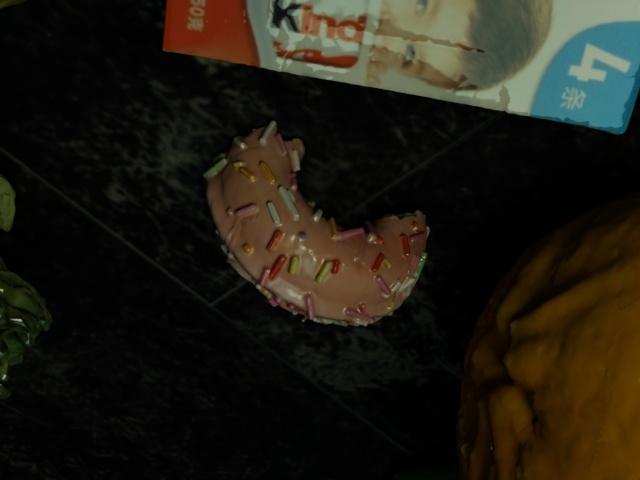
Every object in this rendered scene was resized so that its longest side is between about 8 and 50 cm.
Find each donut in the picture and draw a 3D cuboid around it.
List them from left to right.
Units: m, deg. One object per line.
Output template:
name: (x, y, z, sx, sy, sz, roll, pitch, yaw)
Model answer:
donut: (0.000, 0.000, 0.798, 0.166, 0.117, 0.065, 22, 134, -17)

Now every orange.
orange: (0.231, 0.126, 0.754, 0.293, 0.341, 0.341, 17, 131, -10)

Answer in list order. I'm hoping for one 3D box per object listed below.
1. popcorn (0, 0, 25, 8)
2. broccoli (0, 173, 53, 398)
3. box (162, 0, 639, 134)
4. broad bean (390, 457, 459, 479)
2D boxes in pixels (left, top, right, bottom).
popcorn: (-0.194, -0.213, 0.526, 0.237, 0.251, 0.206, 38, 129, -24)
broccoli: (-0.325, 0.010, 0.754, 0.288, 0.248, 0.246, -19, 141, -44)
box: (0.061, -0.202, 0.613, 0.264, 0.048, 0.273, 9, 121, 1)
broad bean: (0.184, 0.222, 1.033, 0.291, 0.049, 0.144, 10, 133, -7)
